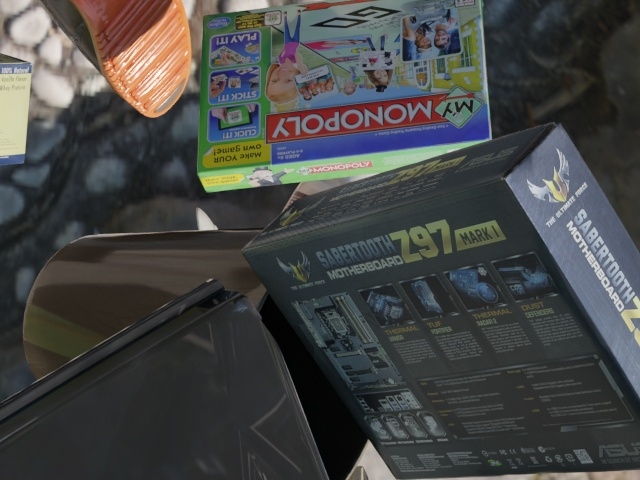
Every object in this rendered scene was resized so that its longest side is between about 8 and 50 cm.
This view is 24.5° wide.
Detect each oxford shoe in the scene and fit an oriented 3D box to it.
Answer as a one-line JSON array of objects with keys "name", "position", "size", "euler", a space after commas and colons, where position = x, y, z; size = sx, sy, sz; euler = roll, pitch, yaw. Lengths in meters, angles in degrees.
[{"name": "oxford shoe", "position": [-0.263, -0.288, 1.723], "size": [0.130, 0.132, 0.364], "euler": [-49, 142, -18]}]

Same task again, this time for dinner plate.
[{"name": "dinner plate", "position": [-0.112, 0.030, 1.631], "size": [0.017, 0.141, 0.141], "euler": [-14, 118, 0]}]

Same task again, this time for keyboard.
[{"name": "keyboard", "position": [-0.085, 0.155, 0.410], "size": [0.033, 0.317, 0.202], "euler": [-12, 103, 39]}]

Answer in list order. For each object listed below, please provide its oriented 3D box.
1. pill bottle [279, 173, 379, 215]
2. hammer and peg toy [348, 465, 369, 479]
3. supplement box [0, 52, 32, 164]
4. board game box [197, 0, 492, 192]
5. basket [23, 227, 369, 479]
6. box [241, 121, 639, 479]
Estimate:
[{"name": "pill bottle", "position": [0.000, 0.000, 1.828], "size": [0.121, 0.121, 0.221], "euler": [34, 85, -21]}, {"name": "hammer and peg toy", "position": [0.071, 0.458, 1.697], "size": [0.127, 0.266, 0.361], "euler": [-6, 141, 11]}, {"name": "supplement box", "position": [-0.281, -0.105, 1.166], "size": [0.083, 0.056, 0.083], "euler": [-10, 113, -48]}, {"name": "board game box", "position": [0.025, -0.169, 1.615], "size": [0.317, 0.214, 0.046], "euler": [-6, 150, 9]}, {"name": "basket", "position": [-0.086, 0.073, 1.015], "size": [0.154, 0.226, 0.204], "euler": [33, 71, -47]}, {"name": "box", "position": [0.083, 0.045, 0.825], "size": [0.232, 0.059, 0.183], "euler": [-16, 113, 51]}]
